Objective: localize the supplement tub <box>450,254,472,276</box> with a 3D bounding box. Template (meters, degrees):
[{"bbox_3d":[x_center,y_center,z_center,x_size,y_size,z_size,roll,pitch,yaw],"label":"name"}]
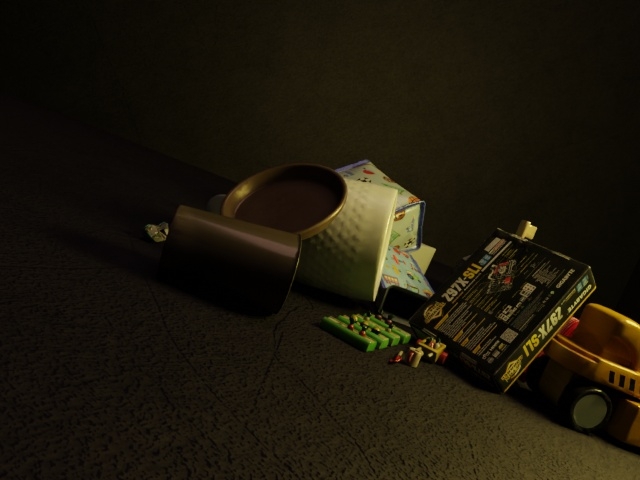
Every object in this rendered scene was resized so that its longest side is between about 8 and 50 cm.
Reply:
[{"bbox_3d":[0.599,0.165,2.340,0.193,0.194,0.316,23,7,0],"label":"supplement tub"}]

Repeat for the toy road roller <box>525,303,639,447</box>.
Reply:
[{"bbox_3d":[0.625,0.282,1.325,0.329,0.241,0.202,21,7,-11],"label":"toy road roller"}]

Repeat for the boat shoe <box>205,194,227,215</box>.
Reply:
[{"bbox_3d":[-0.147,-0.045,1.841,0.367,0.136,0.156,9,-5,23],"label":"boat shoe"}]

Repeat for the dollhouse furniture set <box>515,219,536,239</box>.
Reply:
[{"bbox_3d":[0.420,0.105,1.526,0.173,0.356,0.303,21,5,-4],"label":"dollhouse furniture set"}]

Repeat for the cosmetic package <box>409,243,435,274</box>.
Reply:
[{"bbox_3d":[0.248,0.042,2.340,0.217,0.156,0.385,27,7,31],"label":"cosmetic package"}]

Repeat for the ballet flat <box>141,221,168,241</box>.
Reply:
[{"bbox_3d":[-0.352,-0.015,1.368,0.041,0.041,0.114,23,7,5],"label":"ballet flat"}]

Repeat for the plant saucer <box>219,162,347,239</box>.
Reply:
[{"bbox_3d":[-0.077,-0.077,1.351,0.277,0.041,0.278,-7,38,6],"label":"plant saucer"}]

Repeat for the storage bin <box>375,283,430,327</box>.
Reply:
[{"bbox_3d":[0.206,0.158,1.596,0.135,0.098,0.091,21,-3,-14],"label":"storage bin"}]

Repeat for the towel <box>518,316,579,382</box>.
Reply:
[{"bbox_3d":[0.522,0.239,1.542,0.031,0.199,0.275,49,3,-3],"label":"towel"}]

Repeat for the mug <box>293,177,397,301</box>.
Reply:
[{"bbox_3d":[0.000,0.000,1.565,0.328,0.276,0.374,12,-25,8],"label":"mug"}]

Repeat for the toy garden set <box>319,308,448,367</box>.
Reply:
[{"bbox_3d":[0.142,0.191,1.276,0.203,0.049,0.244,26,8,26],"label":"toy garden set"}]

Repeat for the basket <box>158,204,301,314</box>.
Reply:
[{"bbox_3d":[-0.166,0.029,1.151,0.226,0.154,0.204,18,-1,-10],"label":"basket"}]

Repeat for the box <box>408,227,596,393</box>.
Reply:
[{"bbox_3d":[0.393,0.140,1.382,0.257,0.322,0.079,29,-21,51],"label":"box"}]

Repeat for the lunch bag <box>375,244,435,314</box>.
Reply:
[{"bbox_3d":[0.211,0.123,1.783,0.221,0.138,0.293,22,16,-30],"label":"lunch bag"}]

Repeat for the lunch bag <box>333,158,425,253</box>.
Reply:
[{"bbox_3d":[0.087,-0.074,2.025,0.385,0.239,0.328,-21,40,-22],"label":"lunch bag"}]
